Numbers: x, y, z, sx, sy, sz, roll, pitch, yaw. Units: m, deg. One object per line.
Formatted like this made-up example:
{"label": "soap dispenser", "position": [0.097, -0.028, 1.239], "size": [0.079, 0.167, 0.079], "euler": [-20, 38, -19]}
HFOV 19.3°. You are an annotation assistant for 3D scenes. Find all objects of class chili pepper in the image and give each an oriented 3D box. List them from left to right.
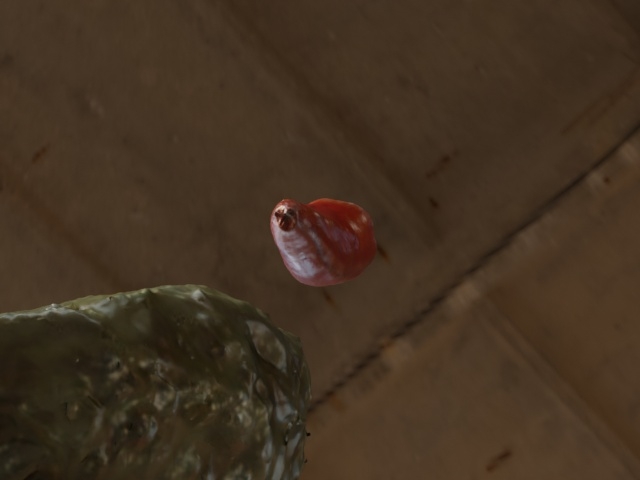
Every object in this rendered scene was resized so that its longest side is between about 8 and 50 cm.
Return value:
{"label": "chili pepper", "position": [0.000, 0.000, 1.434], "size": [0.063, 0.272, 0.071], "euler": [-21, -95, 11]}

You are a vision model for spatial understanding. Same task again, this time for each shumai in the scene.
{"label": "shumai", "position": [-0.120, 0.130, 0.785], "size": [0.256, 0.189, 0.218], "euler": [-5, -87, -14]}
